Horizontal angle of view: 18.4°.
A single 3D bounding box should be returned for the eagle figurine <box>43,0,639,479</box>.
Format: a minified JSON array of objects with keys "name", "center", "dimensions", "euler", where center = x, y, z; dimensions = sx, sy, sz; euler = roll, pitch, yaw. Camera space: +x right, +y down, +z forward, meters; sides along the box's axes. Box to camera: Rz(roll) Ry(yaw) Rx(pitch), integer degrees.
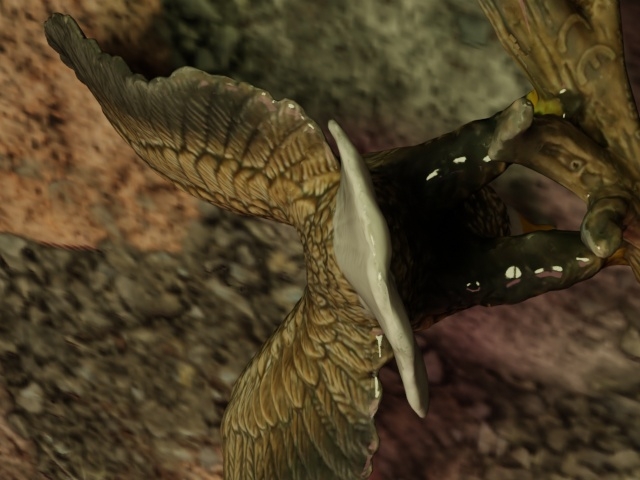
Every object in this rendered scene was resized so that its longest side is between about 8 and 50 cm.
[{"name":"eagle figurine","center":[0.007,0.004,0.788],"dimensions":[0.298,0.226,0.225],"euler":[-16,138,37]}]
